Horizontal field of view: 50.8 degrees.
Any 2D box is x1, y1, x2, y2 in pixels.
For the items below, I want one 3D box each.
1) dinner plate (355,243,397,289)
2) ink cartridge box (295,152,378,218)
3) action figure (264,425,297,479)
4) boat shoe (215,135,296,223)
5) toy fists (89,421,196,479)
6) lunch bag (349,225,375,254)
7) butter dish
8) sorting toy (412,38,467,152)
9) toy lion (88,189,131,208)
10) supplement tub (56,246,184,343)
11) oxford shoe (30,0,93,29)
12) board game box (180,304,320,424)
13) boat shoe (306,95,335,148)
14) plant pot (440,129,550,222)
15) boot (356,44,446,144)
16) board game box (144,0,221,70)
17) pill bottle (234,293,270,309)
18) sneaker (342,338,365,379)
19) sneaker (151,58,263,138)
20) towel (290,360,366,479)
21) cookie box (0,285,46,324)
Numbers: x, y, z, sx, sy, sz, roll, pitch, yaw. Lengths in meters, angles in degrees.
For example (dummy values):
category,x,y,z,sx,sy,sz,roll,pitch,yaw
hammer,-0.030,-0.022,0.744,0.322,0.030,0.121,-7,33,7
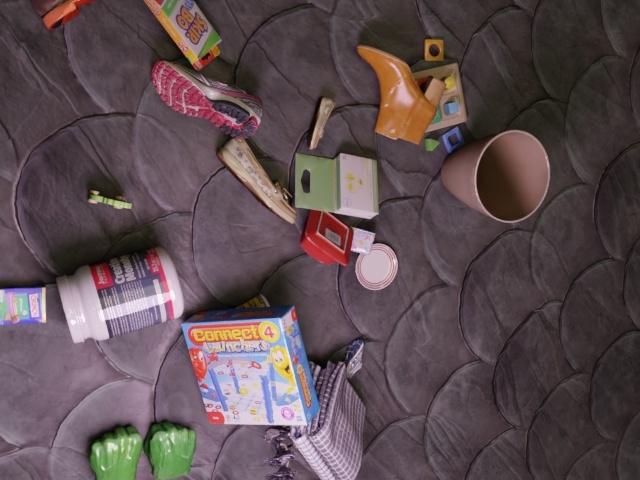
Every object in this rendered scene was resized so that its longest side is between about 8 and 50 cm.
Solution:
category,x,y,z,sx,sy,sz,roll,pitch,yaw
dinner plate,0.167,0.079,2.031,0.141,0.017,0.141,-4,100,-22
ink cartridge box,0.047,-0.161,1.893,0.235,0.056,0.171,9,70,-25
action figure,-0.101,0.530,1.908,0.141,0.275,0.164,2,128,13
boat shoe,-0.154,-0.160,1.814,0.089,0.104,0.285,-47,111,-7
toy fists,-0.470,0.558,1.796,0.279,0.096,0.142,1,107,-24
lunch bag,0.113,0.000,1.977,0.083,0.053,0.071,15,91,3
butter dish,0.000,0.000,1.903,0.160,0.118,0.159,37,39,-22
sorting toy,0.355,-0.428,2.018,0.196,0.047,0.347,-18,104,-19
toy lion,-0.522,-0.098,1.673,0.100,0.096,0.034,13,93,-23
supplement tub,-0.492,0.135,1.668,0.272,0.191,0.191,-16,103,-20
oxford shoe,-0.556,-0.612,1.586,0.271,0.097,0.098,-39,104,-13
board game box,-0.185,0.333,1.779,0.086,0.308,0.301,-39,118,-61
boat shoe,0.002,-0.325,1.883,0.048,0.056,0.152,16,84,-19
plant pot,0.479,-0.194,1.981,0.257,0.274,0.256,-4,99,-23
boot,0.197,-0.412,1.931,0.295,0.104,0.211,25,103,-10
board game box,-0.348,-0.559,1.680,0.259,0.039,0.124,55,41,-22
pill bottle,-0.199,0.203,1.870,0.116,0.065,0.065,-30,108,-16
sneaker,0.102,0.361,2.034,0.058,0.052,0.135,27,94,-34
sneaker,-0.291,-0.373,1.732,0.299,0.121,0.112,29,51,-14
towel,0.037,0.504,1.888,0.235,0.121,0.283,58,30,-31
cookie box,-0.731,0.158,1.653,0.107,0.040,0.091,-1,98,-23
